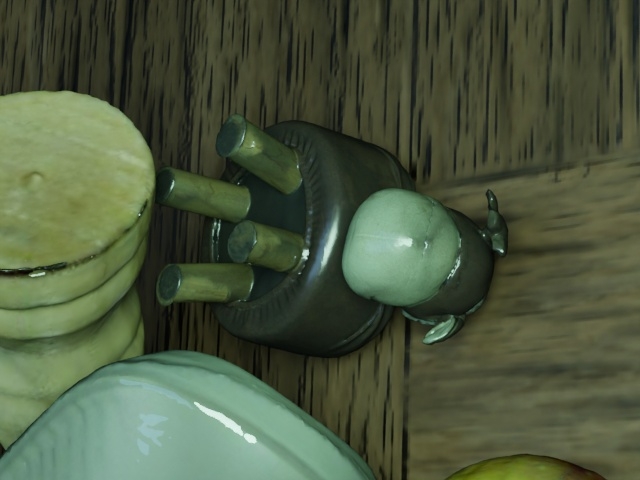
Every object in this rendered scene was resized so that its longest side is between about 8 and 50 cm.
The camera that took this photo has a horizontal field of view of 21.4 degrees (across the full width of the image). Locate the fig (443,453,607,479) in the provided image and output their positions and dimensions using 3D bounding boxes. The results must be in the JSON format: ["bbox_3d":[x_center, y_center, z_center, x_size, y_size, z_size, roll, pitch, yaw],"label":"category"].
[{"bbox_3d":[0.059,0.167,0.733,0.143,0.230,0.160,-12,70,48],"label":"fig"}]

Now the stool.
[{"bbox_3d":[0.000,0.000,0.905,0.217,0.121,0.125,11,85,48],"label":"stool"}]

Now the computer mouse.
[{"bbox_3d":[-0.107,0.191,0.916,0.331,0.197,0.095,-47,10,30],"label":"computer mouse"}]

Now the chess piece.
[{"bbox_3d":[-0.153,0.067,0.967,0.137,0.137,0.301,53,153,36],"label":"chess piece"}]
